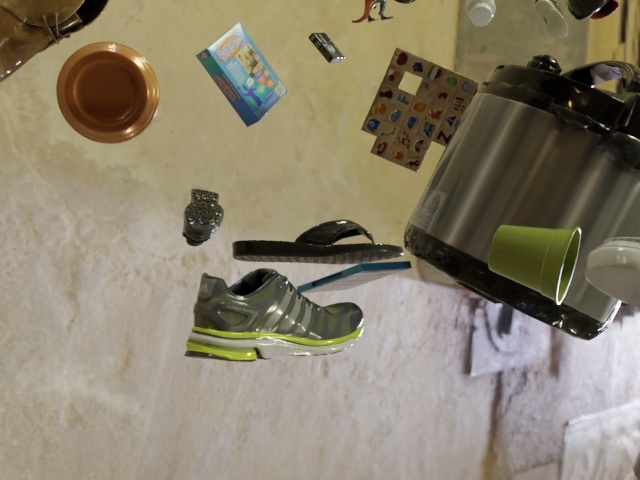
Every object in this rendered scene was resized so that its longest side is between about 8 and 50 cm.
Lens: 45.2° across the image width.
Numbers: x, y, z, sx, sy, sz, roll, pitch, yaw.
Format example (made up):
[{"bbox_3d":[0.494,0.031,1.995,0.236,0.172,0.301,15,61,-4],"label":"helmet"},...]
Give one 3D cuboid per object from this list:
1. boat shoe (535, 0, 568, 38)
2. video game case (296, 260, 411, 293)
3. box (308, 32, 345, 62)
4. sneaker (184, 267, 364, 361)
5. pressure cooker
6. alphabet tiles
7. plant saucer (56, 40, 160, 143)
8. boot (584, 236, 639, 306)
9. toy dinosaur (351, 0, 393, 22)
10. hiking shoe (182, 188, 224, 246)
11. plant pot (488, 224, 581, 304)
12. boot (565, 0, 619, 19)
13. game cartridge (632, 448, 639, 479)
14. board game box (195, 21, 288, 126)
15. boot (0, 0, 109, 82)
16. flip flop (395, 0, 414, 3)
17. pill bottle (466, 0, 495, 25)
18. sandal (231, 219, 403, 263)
[{"bbox_3d":[0.539,-0.523,1.780,0.133,0.049,0.042,39,50,-39],"label":"boat shoe"},{"bbox_3d":[0.055,0.063,1.302,0.119,0.166,0.015,-1,75,-41],"label":"video game case"},{"bbox_3d":[0.015,-0.470,1.870,0.083,0.018,0.067,52,30,8],"label":"box"},{"bbox_3d":[-0.051,0.099,1.085,0.300,0.111,0.121,0,93,-44],"label":"sneaker"},{"bbox_3d":[0.374,-0.093,1.234,0.375,0.370,0.420,20,97,-55],"label":"pressure cooker"},{"bbox_3d":[0.211,-0.279,1.705,0.009,0.198,0.237,-78,-169,-71],"label":"alphabet tiles"},{"bbox_3d":[-0.415,-0.288,1.498,0.037,0.200,0.199,-137,-135,-81],"label":"plant saucer"},{"bbox_3d":[0.366,0.007,0.740,0.258,0.095,0.123,16,74,-22],"label":"boot"},{"bbox_3d":[0.078,-0.335,1.022,0.090,0.047,0.082,-27,114,-53],"label":"toy dinosaur"},{"bbox_3d":[-0.257,-0.031,1.669,0.227,0.086,0.114,-99,-161,-68],"label":"hiking shoe"},{"bbox_3d":[0.222,0.017,0.805,0.083,0.079,0.083,-38,137,-49],"label":"plant pot"},{"bbox_3d":[0.343,-0.392,1.058,0.176,0.088,0.244,43,39,-13],"label":"boot"},{"bbox_3d":[0.783,0.459,1.501,0.062,0.297,0.198,-45,148,-51],"label":"game cartridge"},{"bbox_3d":[-0.189,-0.407,1.879,0.210,0.047,0.160,55,44,-19],"label":"board game box"},{"bbox_3d":[-0.477,-0.372,1.307,0.305,0.115,0.112,-57,158,-21],"label":"boot"},{"bbox_3d":[0.139,-0.671,1.795,0.277,0.112,0.080,36,40,-27],"label":"flip flop"},{"bbox_3d":[0.375,-0.553,1.795,0.120,0.067,0.067,-79,149,-45],"label":"pill bottle"},{"bbox_3d":[-0.001,0.000,1.959,0.446,0.167,0.107,2,80,-10],"label":"sandal"}]
